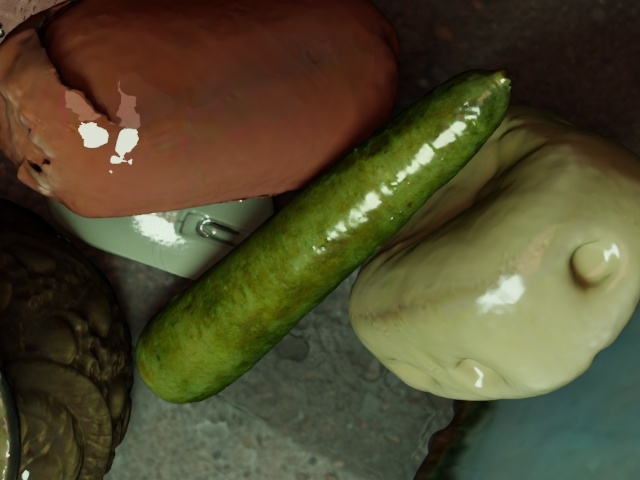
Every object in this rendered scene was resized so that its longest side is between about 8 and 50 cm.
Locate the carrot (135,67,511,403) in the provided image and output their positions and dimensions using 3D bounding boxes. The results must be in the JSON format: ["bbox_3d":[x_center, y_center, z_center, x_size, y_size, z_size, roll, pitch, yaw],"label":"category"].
[{"bbox_3d":[0.000,0.000,1.198,0.074,0.074,0.358,48,124,-2],"label":"carrot"}]

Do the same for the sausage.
[{"bbox_3d":[-0.079,-0.097,1.203,0.279,0.152,0.152,-8,96,-22],"label":"sausage"}]

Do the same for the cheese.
[{"bbox_3d":[0.121,0.001,1.200,0.235,0.218,0.117,-31,119,35],"label":"cheese"}]

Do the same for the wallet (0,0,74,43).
[{"bbox_3d":[-0.190,-0.168,1.282,0.232,0.031,0.122,19,95,0],"label":"wallet"}]

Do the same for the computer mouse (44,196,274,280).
[{"bbox_3d":[-0.110,-0.021,1.282,0.181,0.056,0.089,21,101,0],"label":"computer mouse"}]

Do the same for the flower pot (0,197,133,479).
[{"bbox_3d":[-0.267,0.105,1.194,0.266,0.267,0.267,0,95,3],"label":"flower pot"}]

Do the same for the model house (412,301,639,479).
[{"bbox_3d":[0.277,0.219,1.194,0.339,0.297,0.360,48,55,-28],"label":"model house"}]
